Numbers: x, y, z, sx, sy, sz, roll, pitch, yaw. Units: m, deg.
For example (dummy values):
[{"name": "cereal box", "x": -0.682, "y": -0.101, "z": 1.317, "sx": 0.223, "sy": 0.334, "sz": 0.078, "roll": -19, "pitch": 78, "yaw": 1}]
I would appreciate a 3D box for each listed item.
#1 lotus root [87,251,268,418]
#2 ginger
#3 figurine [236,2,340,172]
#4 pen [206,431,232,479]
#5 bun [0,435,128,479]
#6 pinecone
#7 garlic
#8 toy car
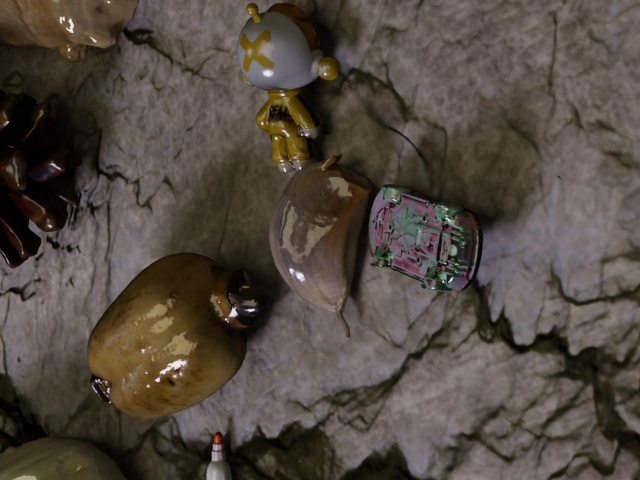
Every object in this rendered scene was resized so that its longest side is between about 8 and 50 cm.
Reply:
[{"name": "lotus root", "x": -0.122, "y": 0.079, "z": 1.513, "sx": 0.221, "sy": 0.118, "sz": 0.125, "roll": -36, "pitch": 100, "yaw": 33}, {"name": "ginger", "x": -0.308, "y": -0.252, "z": 1.663, "sx": 0.354, "sy": 0.126, "sz": 0.190, "roll": -10, "pitch": 97, "yaw": 40}, {"name": "figurine", "x": -0.034, "y": -0.131, "z": 1.466, "sx": 0.101, "sy": 0.068, "sz": 0.143, "roll": 28, "pitch": 122, "yaw": 33}, {"name": "pen", "x": -0.091, "y": 0.282, "z": 1.546, "sx": 0.026, "sy": 0.026, "sz": 0.218, "roll": -1, "pitch": 90, "yaw": 42}, {"name": "bun", "x": -0.286, "y": 0.319, "z": 1.634, "sx": 0.259, "sy": 0.160, "sz": 0.259, "roll": 2, "pitch": 93, "yaw": 39}, {"name": "pinecone", "x": -0.377, "y": -0.062, "z": 1.665, "sx": 0.309, "sy": 0.244, "sz": 0.244, "roll": 5, "pitch": 94, "yaw": 29}, {"name": "garlic", "x": -0.006, "y": -0.001, "z": 1.438, "sx": 0.084, "sy": 0.066, "sz": 0.152, "roll": 19, "pitch": 101, "yaw": 38}, {"name": "toy car", "x": 0.085, "y": -0.003, "z": 1.366, "sx": 0.142, "sy": 0.055, "sz": 0.069, "roll": 24, "pitch": 109, "yaw": 61}]
